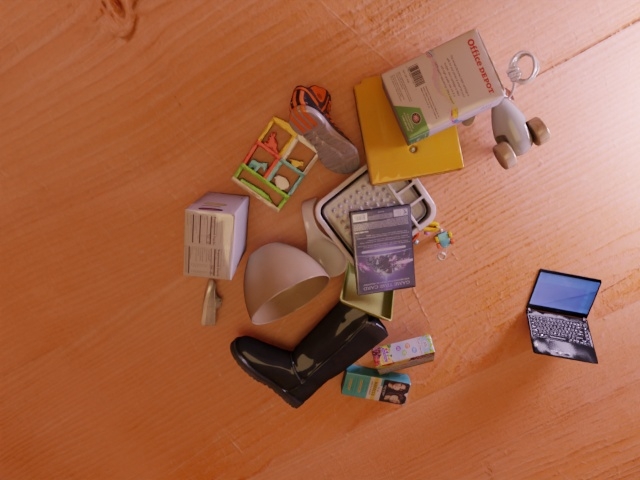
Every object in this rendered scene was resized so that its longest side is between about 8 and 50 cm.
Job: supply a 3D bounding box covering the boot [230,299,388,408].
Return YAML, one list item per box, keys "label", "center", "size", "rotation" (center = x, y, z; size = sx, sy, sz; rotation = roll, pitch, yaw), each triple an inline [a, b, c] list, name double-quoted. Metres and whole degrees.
- label: "boot"
  center: [-0.037, 0.340, 1.573]
  size: [0.445, 0.146, 0.367]
  rotation: [-42, 111, 15]

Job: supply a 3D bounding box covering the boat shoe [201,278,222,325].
- label: "boat shoe"
  center: [-0.379, 0.221, 1.584]
  size: [0.063, 0.066, 0.184]
  rotation: [7, 106, -17]

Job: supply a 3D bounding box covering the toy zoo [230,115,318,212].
- label: "toy zoo"
  center: [-0.129, -0.260, 1.447]
  size: [0.192, 0.030, 0.293]
  rotation: [34, 104, -10]

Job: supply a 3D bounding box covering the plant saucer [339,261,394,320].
- label: "plant saucer"
  center: [0.155, 0.176, 1.521]
  size: [0.188, 0.189, 0.045]
  rotation: [23, 133, -7]

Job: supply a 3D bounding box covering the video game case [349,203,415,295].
- label: "video game case"
  center: [0.200, 0.031, 1.440]
  size: [0.195, 0.026, 0.275]
  rotation: [-8, 104, -6]

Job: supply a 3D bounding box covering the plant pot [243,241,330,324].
- label: "plant pot"
  center: [-0.136, 0.117, 1.467]
  size: [0.284, 0.284, 0.191]
  rotation: [-35, 69, 10]

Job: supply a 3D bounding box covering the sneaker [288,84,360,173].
- label: "sneaker"
  center: [0.024, -0.351, 1.373]
  size: [0.124, 0.180, 0.321]
  rotation: [-18, 142, 25]

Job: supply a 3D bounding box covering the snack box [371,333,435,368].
- label: "snack box"
  center: [0.292, 0.404, 1.585]
  size: [0.206, 0.174, 0.070]
  rotation: [-14, 63, 5]

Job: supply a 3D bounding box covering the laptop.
- label: "laptop"
  center: [0.855, 0.261, 1.553]
  size: [0.234, 0.265, 0.137]
  rotation: [10, 144, -3]

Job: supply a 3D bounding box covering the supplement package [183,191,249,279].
- label: "supplement package"
  center: [-0.316, -0.024, 1.400]
  size: [0.145, 0.262, 0.204]
  rotation: [6, 107, -2]

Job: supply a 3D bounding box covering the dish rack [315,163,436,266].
- label: "dish rack"
  center: [0.174, -0.098, 1.455]
  size: [0.332, 0.072, 0.286]
  rotation: [-38, 105, 1]

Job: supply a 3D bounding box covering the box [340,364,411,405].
- label: "box"
  center: [0.205, 0.539, 1.682]
  size: [0.244, 0.060, 0.101]
  rotation: [11, 107, -3]

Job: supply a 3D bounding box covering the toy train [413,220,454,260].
- label: "toy train"
  center: [0.364, -0.010, 1.519]
  size: [0.166, 0.046, 0.125]
  rotation: [29, 107, -5]

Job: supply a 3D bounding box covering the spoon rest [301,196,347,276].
- label: "spoon rest"
  center: [0.000, 0.000, 1.495]
  size: [0.137, 0.084, 0.277]
  rotation: [-15, 105, 23]

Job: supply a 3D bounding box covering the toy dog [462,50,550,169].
- label: "toy dog"
  center: [0.549, -0.382, 1.370]
  size: [0.219, 0.161, 0.334]
  rotation: [-11, 92, 7]

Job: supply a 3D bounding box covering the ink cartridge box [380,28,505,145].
- label: "ink cartridge box"
  center: [0.336, -0.420, 1.259]
  size: [0.278, 0.117, 0.202]
  rotation: [-23, 88, 11]

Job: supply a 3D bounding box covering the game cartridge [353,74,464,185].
- label: "game cartridge"
  center: [0.262, -0.347, 1.363]
  size: [0.285, 0.053, 0.324]
  rotation: [-10, 88, 1]
